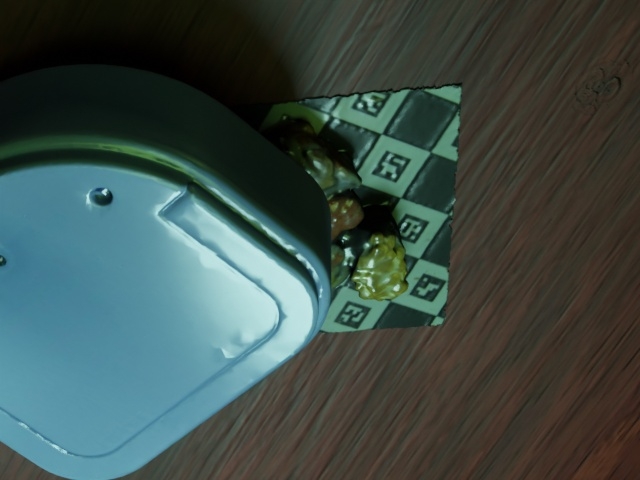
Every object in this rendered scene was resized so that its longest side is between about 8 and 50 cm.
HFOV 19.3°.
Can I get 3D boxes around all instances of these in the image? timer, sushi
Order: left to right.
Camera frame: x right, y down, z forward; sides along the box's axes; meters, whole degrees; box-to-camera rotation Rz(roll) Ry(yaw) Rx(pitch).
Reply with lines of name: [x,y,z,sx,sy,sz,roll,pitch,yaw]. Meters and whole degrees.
timer: [-0.210,0.007,1.654,0.395,0.173,0.395,2,130,2]
sushi: [0.000,0.000,1.797,0.294,0.059,0.292,-6,128,-13]
